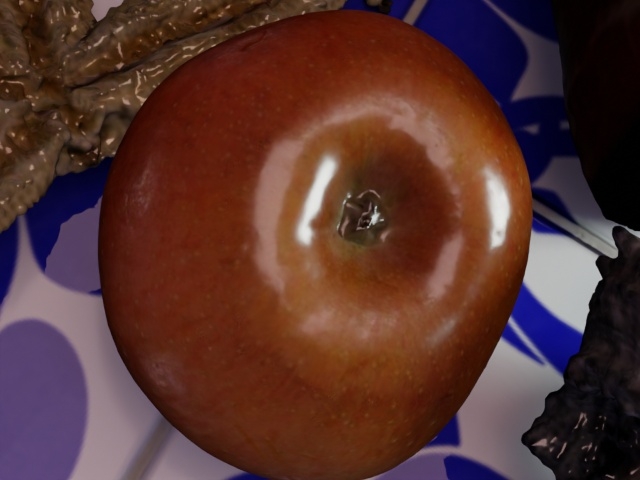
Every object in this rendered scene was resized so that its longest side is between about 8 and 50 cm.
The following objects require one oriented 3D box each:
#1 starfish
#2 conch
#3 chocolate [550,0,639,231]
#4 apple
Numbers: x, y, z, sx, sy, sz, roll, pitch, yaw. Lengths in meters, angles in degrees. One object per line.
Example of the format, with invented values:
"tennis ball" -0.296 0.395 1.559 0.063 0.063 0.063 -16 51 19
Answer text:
"starfish" -0.191 -0.159 0.799 0.324 0.082 0.432 42 63 9
"conch" 0.247 0.112 0.718 0.186 0.313 0.240 -16 36 -30
"chocolate" 0.318 -0.201 0.774 0.383 0.384 0.332 -3 75 -12
"apple" 0.000 0.000 0.712 0.251 0.206 0.272 42 74 -21
